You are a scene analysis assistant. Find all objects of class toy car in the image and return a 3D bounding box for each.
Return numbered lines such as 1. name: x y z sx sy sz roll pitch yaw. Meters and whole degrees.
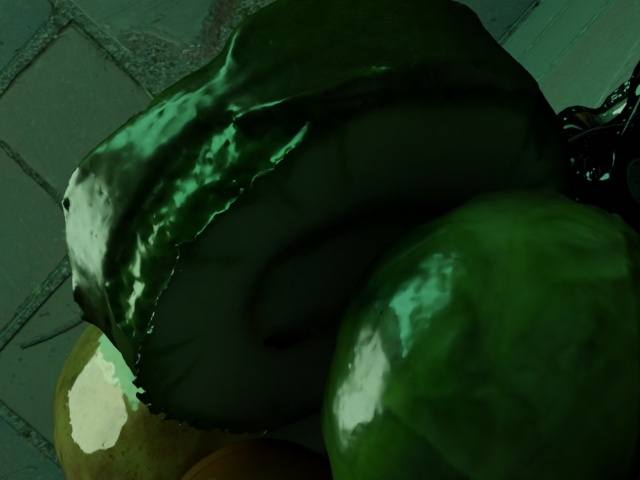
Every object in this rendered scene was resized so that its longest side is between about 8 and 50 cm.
1. toy car: 0.235 -0.043 1.340 0.193 0.118 0.301 -26 21 48

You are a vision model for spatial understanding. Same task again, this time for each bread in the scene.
1. bread: 0.000 0.000 1.138 0.366 0.129 0.382 -18 -42 -27

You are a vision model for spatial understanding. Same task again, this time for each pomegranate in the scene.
1. pomegranate: -0.085 0.157 1.467 0.322 0.322 0.322 -47 6 7

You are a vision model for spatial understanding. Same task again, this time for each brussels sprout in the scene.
1. brussels sprout: 0.121 0.071 1.026 0.271 0.210 0.219 -59 -10 -51

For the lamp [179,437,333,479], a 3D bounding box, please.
1. lamp: -0.038 0.247 1.103 0.223 0.196 0.223 -177 90 -83
